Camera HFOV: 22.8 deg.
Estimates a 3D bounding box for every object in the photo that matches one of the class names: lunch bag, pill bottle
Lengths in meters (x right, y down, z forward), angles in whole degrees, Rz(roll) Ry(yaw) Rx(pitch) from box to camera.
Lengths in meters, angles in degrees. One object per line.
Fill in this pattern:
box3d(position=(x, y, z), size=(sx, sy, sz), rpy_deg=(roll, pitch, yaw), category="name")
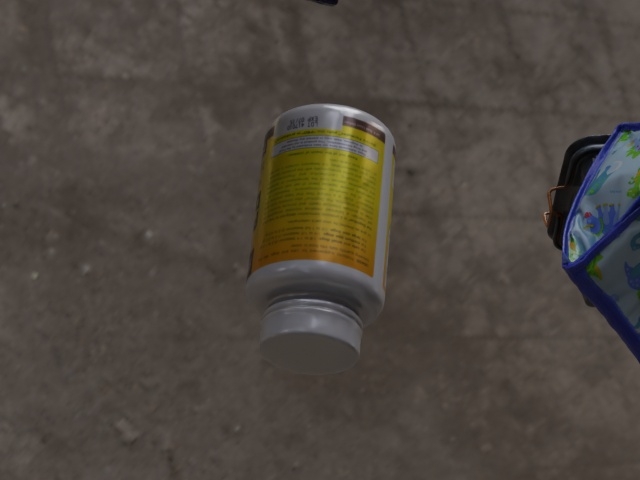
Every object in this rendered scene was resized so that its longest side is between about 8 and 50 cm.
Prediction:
box3d(position=(0.241, 0.006, 1.117), size=(0.129, 0.096, 0.151), rpy_deg=(47, 63, -22), category="lunch bag")
box3d(position=(0.000, 0.000, 1.348), size=(0.117, 0.117, 0.215), rpy_deg=(17, 60, -20), category="pill bottle")

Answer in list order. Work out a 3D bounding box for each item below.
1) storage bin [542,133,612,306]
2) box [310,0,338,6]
box3d(position=(0.242, -0.011, 1.330), size=(0.098, 0.135, 0.091), rpy_deg=(-3, 49, -7), category="storage bin")
box3d(position=(-0.046, -0.313, 1.299), size=(0.153, 0.207, 0.108), rpy_deg=(6, 20, -23), category="box")
